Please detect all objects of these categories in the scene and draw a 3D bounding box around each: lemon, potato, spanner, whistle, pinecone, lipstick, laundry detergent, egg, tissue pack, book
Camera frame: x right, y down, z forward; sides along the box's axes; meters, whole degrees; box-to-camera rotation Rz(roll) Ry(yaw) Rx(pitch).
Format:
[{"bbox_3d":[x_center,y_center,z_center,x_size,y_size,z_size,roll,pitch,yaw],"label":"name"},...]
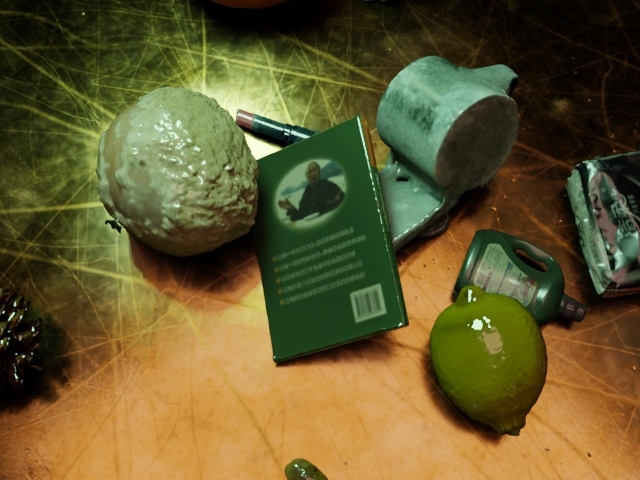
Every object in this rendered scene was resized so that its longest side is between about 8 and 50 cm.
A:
[{"bbox_3d":[0.273,0.192,1.389,0.184,0.184,0.248,-15,85,-4],"label":"lemon"},{"bbox_3d":[-0.021,0.389,1.400,0.083,0.040,0.051,38,71,11],"label":"potato"},{"bbox_3d":[0.251,-0.140,1.582,0.093,0.026,0.325,29,73,13],"label":"spanner"},{"bbox_3d":[0.185,-0.138,1.498,0.168,0.188,0.404,44,114,40],"label":"whistle"},{"bbox_3d":[-0.558,0.164,1.412,0.221,0.221,0.221,0,71,1],"label":"pinecone"},{"bbox_3d":[-0.054,-0.199,1.599,0.234,0.053,0.053,22,73,12],"label":"lipstick"},{"bbox_3d":[0.353,0.071,1.481,0.222,0.078,0.144,21,69,9],"label":"laundry detergent"},{"bbox_3d":[-0.244,-0.114,1.465,0.279,0.279,0.310,-33,72,-9],"label":"egg"},{"bbox_3d":[0.614,-0.041,1.490,0.332,0.123,0.245,-10,69,-2],"label":"tissue pack"},{"bbox_3d":[0.000,0.000,1.468,0.260,0.043,0.370,-19,70,28],"label":"book"}]

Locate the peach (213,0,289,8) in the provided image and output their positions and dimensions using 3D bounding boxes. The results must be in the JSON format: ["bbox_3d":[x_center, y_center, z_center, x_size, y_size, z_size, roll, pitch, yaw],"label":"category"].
[{"bbox_3d":[-0.134,-0.615,1.609,0.373,0.290,0.372,7,107,25],"label":"peach"}]
